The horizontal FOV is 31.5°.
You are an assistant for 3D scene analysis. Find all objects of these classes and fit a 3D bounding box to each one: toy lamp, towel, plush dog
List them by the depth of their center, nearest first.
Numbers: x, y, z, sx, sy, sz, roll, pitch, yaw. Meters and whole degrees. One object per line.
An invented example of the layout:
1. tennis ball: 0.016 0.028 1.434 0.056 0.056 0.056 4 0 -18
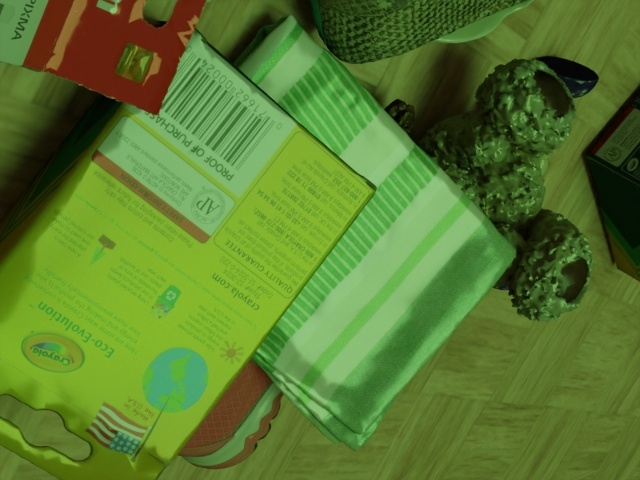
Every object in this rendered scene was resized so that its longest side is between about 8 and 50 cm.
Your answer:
1. towel: 0.000 0.000 0.973 0.325 0.038 0.248 44 82 -25
2. plush dog: 0.122 -0.039 1.135 0.225 0.210 0.262 -13 101 -27
3. toy lamp: 0.242 -0.069 1.303 0.080 0.080 0.274 -16 129 -43

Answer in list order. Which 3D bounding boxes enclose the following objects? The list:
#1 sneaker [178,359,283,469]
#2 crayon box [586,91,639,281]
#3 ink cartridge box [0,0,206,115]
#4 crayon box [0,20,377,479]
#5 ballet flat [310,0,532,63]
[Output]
1. sneaker: -0.059 0.071 1.025 0.136 0.116 0.314 25 98 -54
2. crayon box: 0.535 -0.143 1.571 0.363 0.106 0.313 -48 146 -9
3. ink cartridge box: -0.160 -0.185 0.651 0.225 0.056 0.181 21 103 -20
4. crayon box: -0.133 0.022 0.851 0.202 0.081 0.318 40 85 -26
5. ballet flat: 0.202 -0.276 0.986 0.483 0.164 0.182 -24 152 -15
